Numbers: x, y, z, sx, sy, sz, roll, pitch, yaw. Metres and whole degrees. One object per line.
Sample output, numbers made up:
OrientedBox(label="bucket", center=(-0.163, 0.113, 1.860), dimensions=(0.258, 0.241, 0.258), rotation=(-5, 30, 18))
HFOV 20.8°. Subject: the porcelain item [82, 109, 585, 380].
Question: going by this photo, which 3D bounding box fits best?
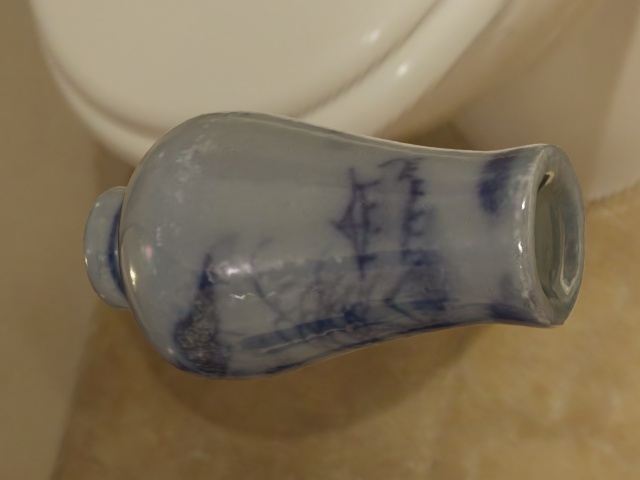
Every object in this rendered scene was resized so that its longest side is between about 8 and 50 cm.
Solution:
OrientedBox(label="porcelain item", center=(0.000, 0.000, 0.882), dimensions=(0.259, 0.141, 0.141), rotation=(-3, 71, 29))
